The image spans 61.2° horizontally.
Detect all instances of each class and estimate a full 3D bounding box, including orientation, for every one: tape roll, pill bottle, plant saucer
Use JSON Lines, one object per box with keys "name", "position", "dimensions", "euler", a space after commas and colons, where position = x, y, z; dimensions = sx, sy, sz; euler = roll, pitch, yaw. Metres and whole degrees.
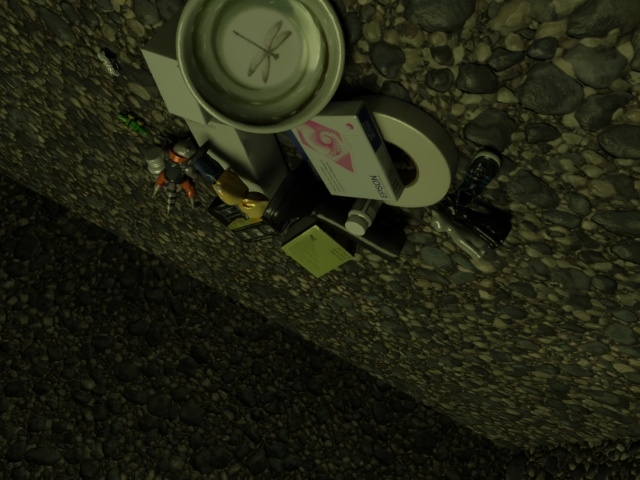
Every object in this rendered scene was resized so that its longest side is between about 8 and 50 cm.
{"name": "tape roll", "position": [0.195, -0.241, 1.538], "dimensions": [0.392, 0.072, 0.392], "euler": [23, 153, 12]}
{"name": "pill bottle", "position": [-0.650, -0.295, 2.253], "dimensions": [0.108, 0.108, 0.193], "euler": [15, 151, 26]}
{"name": "plant saucer", "position": [-0.142, -0.461, 1.314], "dimensions": [0.400, 0.100, 0.400], "euler": [-2, 127, -3]}
{"name": "pill bottle", "position": [0.131, -0.088, 1.639], "dimensions": [0.078, 0.137, 0.078], "euler": [23, 153, 13]}

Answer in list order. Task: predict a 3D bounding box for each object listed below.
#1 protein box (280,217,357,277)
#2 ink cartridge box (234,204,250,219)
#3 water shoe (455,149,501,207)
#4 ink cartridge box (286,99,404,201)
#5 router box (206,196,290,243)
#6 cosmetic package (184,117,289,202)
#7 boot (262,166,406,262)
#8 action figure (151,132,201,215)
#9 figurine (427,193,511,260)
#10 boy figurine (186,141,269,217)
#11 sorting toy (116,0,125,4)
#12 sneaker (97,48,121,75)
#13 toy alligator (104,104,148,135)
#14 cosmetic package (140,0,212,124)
{"name": "protein box", "position": [0.000, 0.000, 2.031], "dimensions": [0.200, 0.136, 0.201], "euler": [40, 131, -21]}
{"name": "ink cartridge box", "position": [-0.305, -0.179, 2.046], "dimensions": [0.097, 0.046, 0.207], "euler": [-18, 116, 41]}
{"name": "water shoe", "position": [0.421, -0.158, 1.446], "dimensions": [0.073, 0.080, 0.203], "euler": [24, 154, 8]}
{"name": "ink cartridge box", "position": [0.037, -0.248, 1.529], "dimensions": [0.330, 0.071, 0.324], "euler": [8, 147, 37]}
{"name": "router box", "position": [-0.308, -0.104, 2.285], "dimensions": [0.243, 0.081, 0.309], "euler": [42, 151, -25]}
{"name": "cosmetic package", "position": [-0.267, -0.309, 1.782], "dimensions": [0.217, 0.156, 0.385], "euler": [17, 153, 27]}
{"name": "boot", "position": [0.062, -0.055, 1.744], "dimensions": [0.445, 0.367, 0.146], "euler": [34, 115, -2]}
{"name": "action figure", "position": [-0.512, -0.247, 2.095], "dimensions": [0.341, 0.178, 0.330], "euler": [23, 135, 2]}
{"name": "figurine", "position": [0.432, -0.047, 1.629], "dimensions": [0.209, 0.092, 0.215], "euler": [34, 162, 3]}
{"name": "boy figurine", "position": [-0.286, -0.176, 1.698], "dimensions": [0.285, 0.177, 0.092], "euler": [41, 110, -9]}
{"name": "sorting toy", "position": [-0.527, -0.753, 1.310], "dimensions": [0.257, 0.089, 0.255], "euler": [41, 152, -23]}
{"name": "sneaker", "position": [-0.702, -0.601, 1.825], "dimensions": [0.069, 0.038, 0.098], "euler": [3, 145, 44]}
{"name": "toy alligator", "position": [-0.748, -0.469, 2.104], "dimensions": [0.190, 0.056, 0.051], "euler": [33, -165, -9]}
{"name": "cosmetic package", "position": [-0.331, -0.479, 1.456], "dimensions": [0.138, 0.224, 0.224], "euler": [21, 153, 17]}
